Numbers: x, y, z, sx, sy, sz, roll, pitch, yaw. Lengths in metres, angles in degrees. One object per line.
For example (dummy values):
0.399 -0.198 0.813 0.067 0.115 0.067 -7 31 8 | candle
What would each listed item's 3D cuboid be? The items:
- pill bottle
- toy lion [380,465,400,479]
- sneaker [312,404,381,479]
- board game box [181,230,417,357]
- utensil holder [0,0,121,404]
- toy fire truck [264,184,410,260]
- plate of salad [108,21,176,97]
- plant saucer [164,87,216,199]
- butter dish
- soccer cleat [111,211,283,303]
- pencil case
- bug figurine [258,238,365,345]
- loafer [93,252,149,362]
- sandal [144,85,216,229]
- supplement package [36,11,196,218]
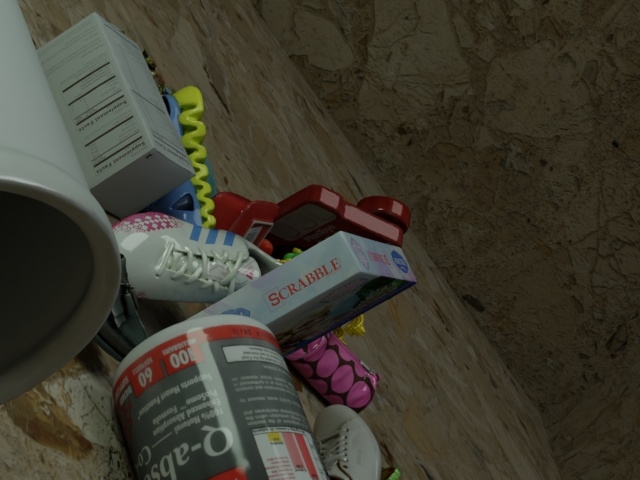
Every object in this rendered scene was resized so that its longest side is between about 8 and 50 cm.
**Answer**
-0.095 0.284 1.630 0.210 0.210 0.363 40 23 -56 | pill bottle
0.088 0.396 2.337 0.034 0.096 0.100 58 12 -6 | toy lion
0.032 0.350 2.200 0.123 0.105 0.290 52 16 -41 | sneaker
-0.047 0.101 1.989 0.066 0.318 0.318 62 14 12 | board game box
-0.374 -0.085 1.162 0.327 0.327 0.386 40 21 -57 | utensil holder
0.000 0.000 2.544 0.253 0.302 0.169 27 61 -26 | toy fire truck
-0.292 -0.275 2.317 0.200 0.048 0.200 54 13 -19 | plate of salad
-0.279 -0.186 2.371 0.318 0.043 0.318 54 14 -19 | plant saucer
-0.162 -0.022 2.284 0.118 0.160 0.160 38 8 14 | butter dish
-0.168 0.030 1.936 0.143 0.116 0.331 16 7 30 | soccer cleat
0.018 0.215 2.475 0.209 0.098 0.095 46 18 -43 | pencil case
-0.022 0.076 2.446 0.279 0.072 0.216 43 -20 -23 | bug figurine
-0.274 0.024 1.684 0.268 0.084 0.096 57 14 -15 | loafer
-0.235 -0.078 2.154 0.126 0.138 0.318 125 -42 -64 | sandal
-0.303 -0.176 2.044 0.244 0.133 0.139 65 14 24 | supplement package
